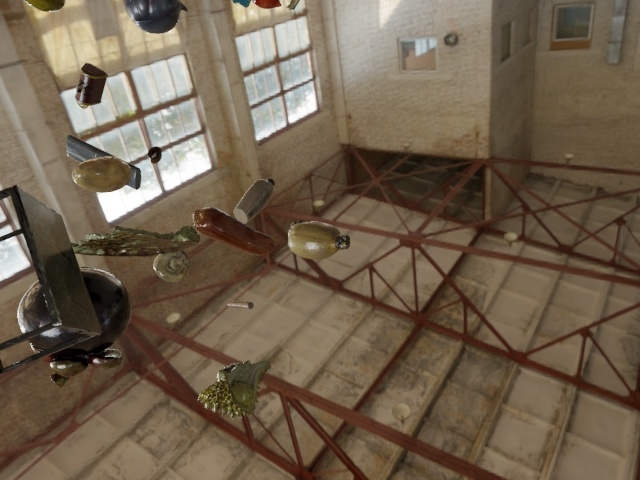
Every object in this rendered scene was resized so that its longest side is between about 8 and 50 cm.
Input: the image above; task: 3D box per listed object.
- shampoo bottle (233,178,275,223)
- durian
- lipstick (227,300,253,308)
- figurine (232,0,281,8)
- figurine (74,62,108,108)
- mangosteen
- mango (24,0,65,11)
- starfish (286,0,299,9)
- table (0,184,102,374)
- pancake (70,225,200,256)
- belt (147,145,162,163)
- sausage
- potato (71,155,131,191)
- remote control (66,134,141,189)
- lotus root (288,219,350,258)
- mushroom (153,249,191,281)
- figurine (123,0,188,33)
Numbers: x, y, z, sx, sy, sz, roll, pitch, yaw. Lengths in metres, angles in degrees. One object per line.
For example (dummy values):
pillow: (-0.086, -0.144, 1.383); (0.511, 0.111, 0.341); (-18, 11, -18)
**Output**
shampoo bottle: (-0.271, -0.179, 2.130); (0.078, 0.127, 0.256); (9, -137, 29)
durian: (-0.264, 0.443, 1.541); (0.172, 0.166, 0.306); (10, -175, 25)
lipstick: (-0.198, 0.158, 1.236); (0.094, 0.018, 0.019); (-4, -156, 48)
figurine: (-0.159, -0.598, 1.204); (0.140, 0.075, 0.068); (8, 164, -23)
figurine: (-0.797, -0.513, 1.712); (0.083, 0.154, 0.098); (27, -148, -10)
mangosteen: (-0.899, 0.311, 1.858); (0.383, 0.434, 0.382); (-7, 165, -2)
mango: (-0.822, -0.726, 1.451); (0.086, 0.122, 0.191); (-13, -169, 20)
starfish: (0.045, -0.889, 1.527); (0.432, 0.082, 0.324); (-50, -163, -15)
table: (-0.717, 0.105, 1.136); (0.273, 0.334, 0.222); (-23, 167, -8)
pancake: (-0.596, 0.000, 1.574); (0.427, 0.066, 0.305); (-9, 165, 34)
belt: (-0.745, -0.384, 2.256); (0.059, 0.036, 0.083); (9, -127, -6)
sausage: (-0.256, -0.018, 1.505); (0.089, 0.300, 0.083); (-14, -120, 36)
potato: (-0.766, -0.233, 1.751); (0.161, 0.128, 0.235); (-28, 177, 36)
remote control: (-0.915, -0.331, 2.115); (0.378, 0.107, 0.044); (26, -149, 15)
lotus root: (0.000, 0.000, 2.129); (0.310, 0.182, 0.183); (5, -148, 34)
mushroom: (-0.587, 0.091, 2.006); (0.123, 0.154, 0.154); (-7, -158, 49)
figurine: (-0.508, -0.766, 1.544); (0.175, 0.197, 0.264); (-4, -122, 30)
